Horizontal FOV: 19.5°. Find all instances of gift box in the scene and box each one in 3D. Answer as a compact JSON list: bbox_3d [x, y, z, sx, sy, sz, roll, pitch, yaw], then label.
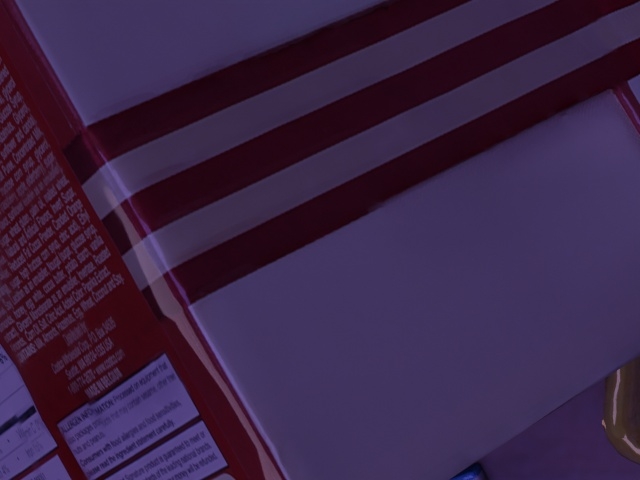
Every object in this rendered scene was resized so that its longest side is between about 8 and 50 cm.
[{"bbox_3d":[0.000,0.000,0.663,0.255,0.258,0.276,-28,90,56],"label":"gift box"}]

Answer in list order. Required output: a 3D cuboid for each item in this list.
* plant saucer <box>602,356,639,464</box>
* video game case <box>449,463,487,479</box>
[{"bbox_3d":[0.284,-0.066,0.689,0.332,0.081,0.333,5,105,14],"label":"plant saucer"},{"bbox_3d":[0.054,0.197,0.849,0.119,0.015,0.166,-24,96,19],"label":"video game case"}]
